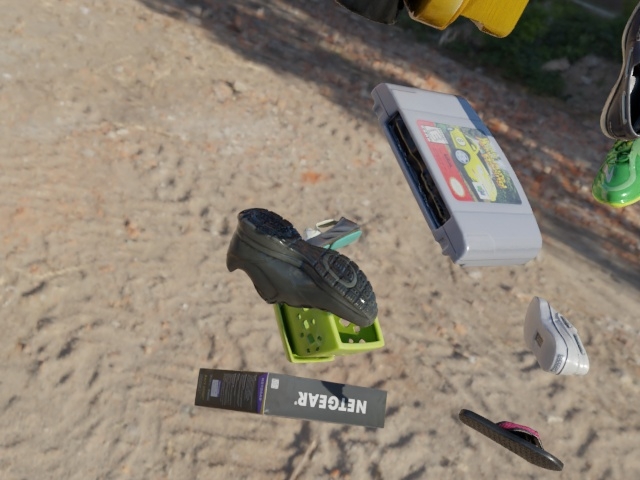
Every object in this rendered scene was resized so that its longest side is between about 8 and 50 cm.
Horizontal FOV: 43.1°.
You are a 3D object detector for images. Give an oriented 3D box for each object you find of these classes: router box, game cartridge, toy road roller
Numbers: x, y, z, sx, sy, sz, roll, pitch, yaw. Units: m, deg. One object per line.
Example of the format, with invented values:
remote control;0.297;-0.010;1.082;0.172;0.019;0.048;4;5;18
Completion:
router box;-0.059;0.317;1.628;0.308;0.081;0.242;17;-15;-38
game cartridge;0.201;-0.098;1.167;0.196;0.060;0.294;2;56;-44
toy road roller;0.153;-0.390;1.058;0.240;0.203;0.330;18;31;-13

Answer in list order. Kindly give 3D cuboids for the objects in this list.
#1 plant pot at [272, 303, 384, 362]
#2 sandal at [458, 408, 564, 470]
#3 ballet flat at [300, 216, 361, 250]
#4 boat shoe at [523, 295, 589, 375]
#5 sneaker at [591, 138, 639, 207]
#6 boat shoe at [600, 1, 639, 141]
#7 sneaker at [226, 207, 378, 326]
plant pot;0.008;0.215;2.198;0.227;0.207;0.228;7;63;-53
sandal;0.306;0.308;1.288;0.179;0.067;0.040;27;65;24
ballet flat;0.000;0.000;1.650;0.074;0.074;0.203;34;40;27
boat shoe;0.491;0.199;1.682;0.088;0.096;0.267;16;15;-4
sneaker;0.615;-0.190;1.589;0.109;0.296;0.123;18;-26;41
boat shoe;0.437;-0.230;1.071;0.075;0.206;0.065;13;12;-14
sneaker;-0.034;0.064;1.357;0.286;0.130;0.109;35;26;12
